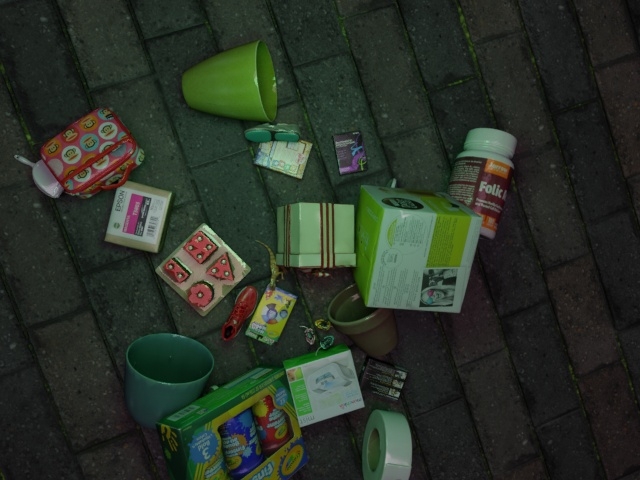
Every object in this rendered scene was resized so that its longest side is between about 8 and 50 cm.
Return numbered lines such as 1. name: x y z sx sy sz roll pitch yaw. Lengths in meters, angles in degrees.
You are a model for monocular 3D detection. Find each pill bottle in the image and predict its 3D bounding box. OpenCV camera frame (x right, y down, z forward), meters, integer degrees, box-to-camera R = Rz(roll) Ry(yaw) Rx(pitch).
1. pill bottle: 0.616 -0.216 1.653 0.223 0.224 0.393 16 89 -8

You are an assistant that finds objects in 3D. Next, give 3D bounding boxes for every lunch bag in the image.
1. lunch bag: -0.777 -0.286 1.474 0.293 0.120 0.258 -38 82 -7

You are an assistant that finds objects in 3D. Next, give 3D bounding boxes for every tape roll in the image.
1. tape roll: 0.244 0.792 1.593 0.100 0.286 0.287 13 89 -8

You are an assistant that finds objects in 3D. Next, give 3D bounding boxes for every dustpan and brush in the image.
1. dustpan and brush: -1.003 -0.257 1.527 0.211 0.060 0.147 30 75 -13

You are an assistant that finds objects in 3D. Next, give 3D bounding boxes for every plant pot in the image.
1. plant pot: 0.190 0.310 1.614 0.263 0.263 0.229 -33 112 -6
2. plant pot: -0.331 -0.554 1.520 0.293 0.275 0.275 -3 91 8
3. plant pot: -0.547 0.507 1.490 0.292 0.293 0.235 16 104 -8

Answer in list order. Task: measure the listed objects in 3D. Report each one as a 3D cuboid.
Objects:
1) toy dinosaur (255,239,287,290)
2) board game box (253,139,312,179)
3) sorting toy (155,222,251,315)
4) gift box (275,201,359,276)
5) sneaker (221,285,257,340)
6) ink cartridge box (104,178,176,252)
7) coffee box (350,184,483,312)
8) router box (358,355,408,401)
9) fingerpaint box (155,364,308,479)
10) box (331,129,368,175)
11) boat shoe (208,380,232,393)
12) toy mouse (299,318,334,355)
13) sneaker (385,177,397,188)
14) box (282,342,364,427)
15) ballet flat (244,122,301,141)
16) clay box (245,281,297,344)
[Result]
1. toy dinosaur: -0.173 0.086 1.625 0.112 0.064 0.212 9 57 -39
2. board game box: -0.145 -0.333 1.639 0.193 0.045 0.147 18 88 -7
3. sorting toy: -0.439 0.112 1.586 0.257 0.089 0.255 -45 96 -5
4. gift box: 0.000 0.000 1.545 0.276 0.255 0.259 1 89 -22
5. sneaker: -0.299 0.279 1.588 0.086 0.128 0.222 24 88 -7
6. ink cartridge box: -0.657 -0.088 1.554 0.193 0.088 0.235 13 90 -9
7. coffee box: 0.305 0.016 1.484 0.333 0.338 0.339 5 109 -8
8. router box: 0.249 0.557 1.709 0.178 0.046 0.133 20 89 -7
9. fingerpaint box: -0.277 0.692 1.443 0.444 0.163 0.372 -16 94 -48
10. box: 0.117 -0.348 1.682 0.115 0.029 0.162 -12 91 -7
11. boat shoe: -0.325 0.696 1.603 0.113 0.127 0.341 -16 88 -40
12. toy mouse: -0.007 0.381 1.658 0.160 0.031 0.143 8 66 -2
13. sneaker: 0.318 -0.122 1.686 0.163 0.086 0.227 13 88 -9
14. box: 0.009 0.553 1.639 0.261 0.127 0.231 -14 91 -8
15. ballet flat: -0.178 -0.407 1.587 0.213 0.072 0.068 1 61 -8
16. clay box: -0.192 0.289 1.640 0.127 0.053 0.222 25 87 -10
